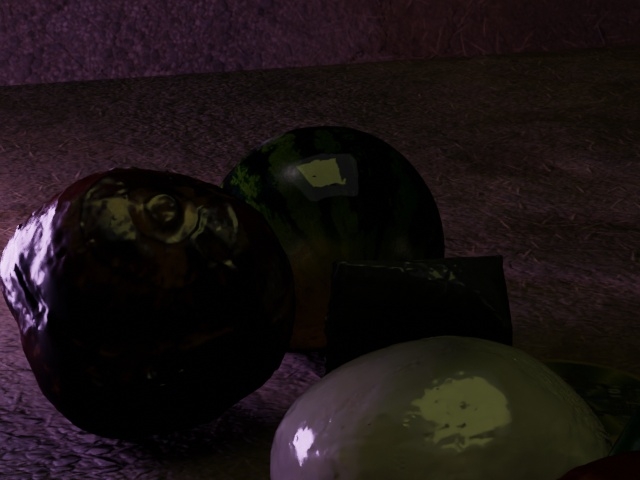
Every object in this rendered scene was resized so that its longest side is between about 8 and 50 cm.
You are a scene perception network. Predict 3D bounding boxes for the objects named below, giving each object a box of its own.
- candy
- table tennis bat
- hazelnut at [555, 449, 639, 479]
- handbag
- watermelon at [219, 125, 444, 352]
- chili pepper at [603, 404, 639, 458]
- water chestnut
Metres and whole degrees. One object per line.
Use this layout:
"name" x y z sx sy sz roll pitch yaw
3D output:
"candy" 0.101 0.171 1.621 0.295 0.185 0.295 -3 18 1
"table tennis bat" 0.191 0.159 1.923 0.320 0.050 0.198 6 19 5
"hazelnut" 0.228 0.257 1.308 0.233 0.218 0.218 -17 20 -15
"handbag" 0.086 0.103 1.771 0.175 0.270 0.089 -1 50 0
"watermelon" 0.000 0.002 2.101 0.269 0.269 0.269 0 16 0
"chili pepper" 0.281 0.222 1.493 0.174 0.261 0.165 36 -12 0
"water chestnut" -0.166 0.060 1.888 0.289 0.289 0.244 -5 12 -16
